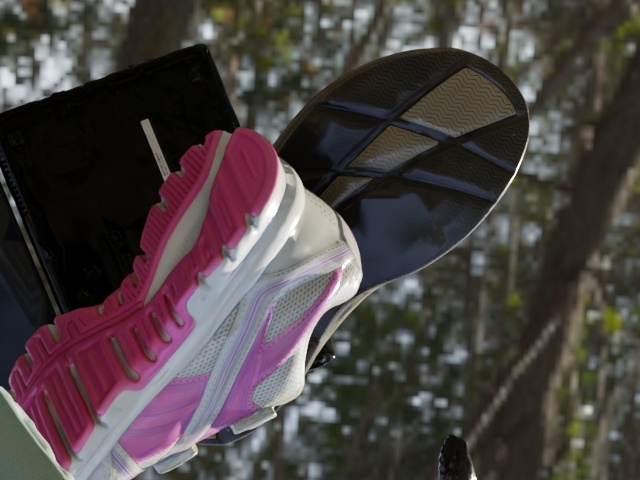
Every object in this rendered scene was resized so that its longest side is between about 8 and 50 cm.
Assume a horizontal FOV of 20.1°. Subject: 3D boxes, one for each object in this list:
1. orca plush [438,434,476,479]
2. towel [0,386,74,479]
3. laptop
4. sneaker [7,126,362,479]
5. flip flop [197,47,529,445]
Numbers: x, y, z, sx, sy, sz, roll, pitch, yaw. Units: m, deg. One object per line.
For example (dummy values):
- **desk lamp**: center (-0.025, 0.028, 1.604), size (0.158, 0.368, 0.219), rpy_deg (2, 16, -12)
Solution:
- **orca plush**: center (0.009, 0.199, 0.997), size (0.102, 0.151, 0.287), rpy_deg (36, -133, 2)
- **towel**: center (-0.170, 0.211, 0.519), size (0.320, 0.090, 0.374), rpy_deg (-33, -148, -10)
- **laptop**: center (-0.166, 0.028, 1.209), size (0.264, 0.234, 0.136), rpy_deg (-23, -179, -26)
- **sneaker**: center (-0.069, 0.068, 0.908), size (0.111, 0.252, 0.103), rpy_deg (28, -156, -35)
- **flip flop**: center (0.000, 0.000, 0.995), size (0.112, 0.277, 0.080), rpy_deg (38, -161, -7)
